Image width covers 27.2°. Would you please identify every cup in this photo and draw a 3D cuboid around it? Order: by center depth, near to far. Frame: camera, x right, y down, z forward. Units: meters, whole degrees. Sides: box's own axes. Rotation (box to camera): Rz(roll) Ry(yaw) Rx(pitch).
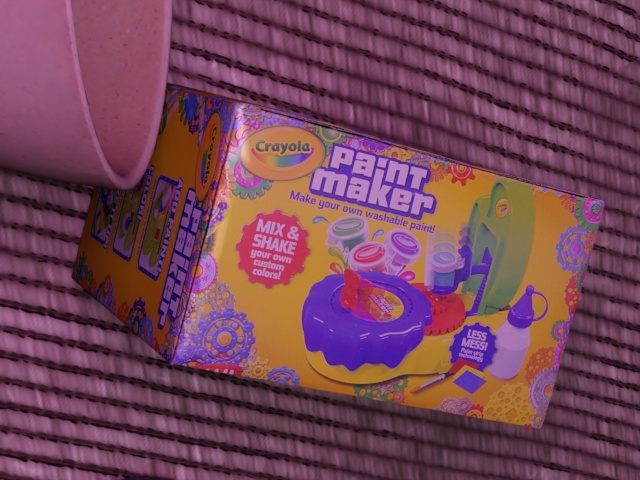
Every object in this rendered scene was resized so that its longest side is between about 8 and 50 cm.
[{"bbox_3d":[-0.229,-0.198,0.787,0.237,0.331,0.331,1,100,3],"label":"cup"}]

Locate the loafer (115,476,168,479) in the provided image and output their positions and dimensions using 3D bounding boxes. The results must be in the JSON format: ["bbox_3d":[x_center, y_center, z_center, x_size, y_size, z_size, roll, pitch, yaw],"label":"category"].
[{"bbox_3d":[-0.233,0.257,1.052,0.268,0.096,0.084,-7,108,-24],"label":"loafer"}]

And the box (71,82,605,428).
[{"bbox_3d":[0.000,0.000,0.999,0.290,0.279,0.177,13,94,-25],"label":"box"}]
